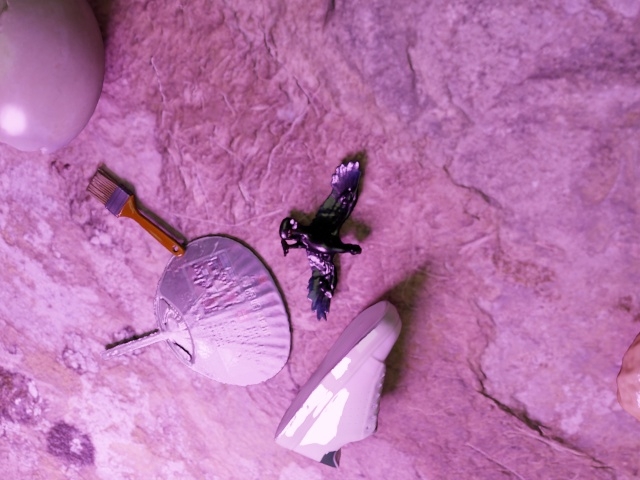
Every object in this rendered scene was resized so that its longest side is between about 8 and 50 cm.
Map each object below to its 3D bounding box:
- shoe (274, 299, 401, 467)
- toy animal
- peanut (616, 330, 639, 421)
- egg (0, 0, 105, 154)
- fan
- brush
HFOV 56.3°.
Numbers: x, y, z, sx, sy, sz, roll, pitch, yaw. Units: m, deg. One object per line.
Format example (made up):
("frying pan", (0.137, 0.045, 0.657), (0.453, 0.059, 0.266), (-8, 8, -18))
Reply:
("shoe", (0.047, 0.199, 0.798), (0.110, 0.095, 0.265), (36, 115, -4))
("toy animal", (0.000, 0.000, 0.775), (0.107, 0.062, 0.220), (7, 106, -8))
("peanut", (0.422, 0.151, 0.682), (0.140, 0.109, 0.159), (13, 113, -12))
("egg", (-0.353, -0.227, 0.726), (0.183, 0.183, 0.217), (27, 101, 5))
("fan", (-0.181, 0.096, 0.858), (0.294, 0.012, 0.223), (9, 106, 10))
("brush", (-0.256, -0.034, 0.838), (0.170, 0.014, 0.043), (39, 106, 2))
